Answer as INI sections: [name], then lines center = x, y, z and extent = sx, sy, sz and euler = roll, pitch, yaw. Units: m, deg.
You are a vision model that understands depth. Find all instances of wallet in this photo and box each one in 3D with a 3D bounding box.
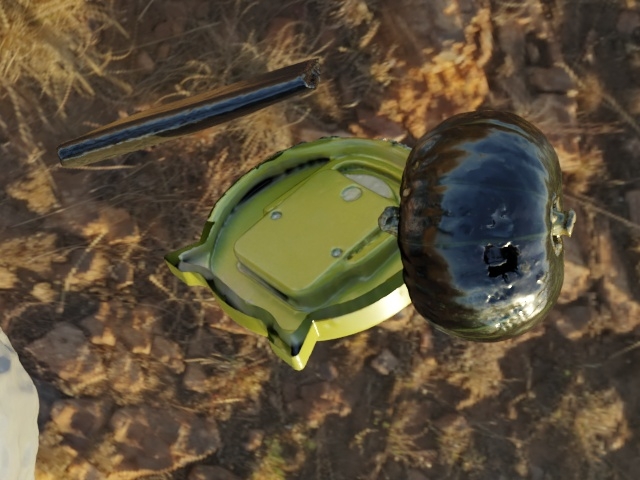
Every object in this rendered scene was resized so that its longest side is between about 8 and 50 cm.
[wallet]
center = -0.154, -0.155, 1.152
extent = 0.321, 0.170, 0.044
euler = -15, 103, 9

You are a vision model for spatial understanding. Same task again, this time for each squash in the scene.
[squash]
center = 0.137, -0.012, 0.789
extent = 0.193, 0.156, 0.193
euler = 34, 45, -42

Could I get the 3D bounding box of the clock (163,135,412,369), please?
[clock]
center = 0.002, 0.002, 1.034
extent = 0.293, 0.277, 0.071
euler = -36, 137, -16

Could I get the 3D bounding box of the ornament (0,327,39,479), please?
[ornament]
center = -0.412, 0.189, 0.823
extent = 0.337, 0.337, 0.337
euler = 1, 88, -27
